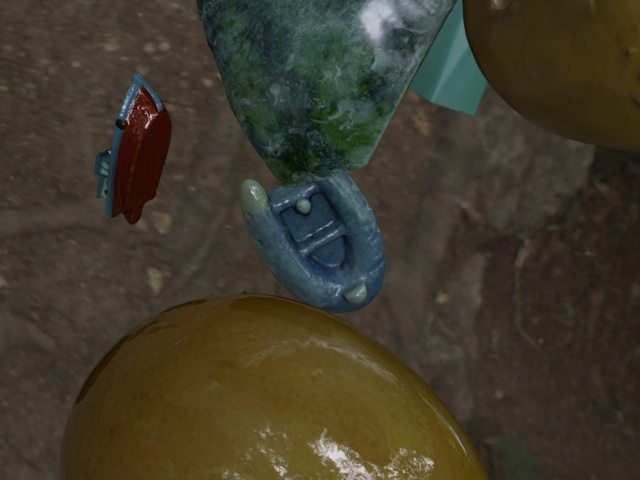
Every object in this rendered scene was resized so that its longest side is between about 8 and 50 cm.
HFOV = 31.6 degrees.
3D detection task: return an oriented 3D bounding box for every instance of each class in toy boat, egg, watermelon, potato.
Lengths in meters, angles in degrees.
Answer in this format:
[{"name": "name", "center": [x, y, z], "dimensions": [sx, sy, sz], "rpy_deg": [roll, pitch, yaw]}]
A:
[{"name": "toy boat", "center": [-0.209, -0.101, 1.249], "dimensions": [0.069, 0.058, 0.173], "rpy_deg": [-30, 146, -49]}, {"name": "egg", "center": [-0.029, 0.172, 0.772], "dimensions": [0.250, 0.322, 0.250], "rpy_deg": [-39, 144, -36]}, {"name": "watermelon", "center": [0.036, -0.232, 1.096], "dimensions": [0.213, 0.289, 0.320], "rpy_deg": [16, 47, -66]}, {"name": "potato", "center": [0.167, -0.124, 0.600], "dimensions": [0.146, 0.234, 0.150], "rpy_deg": [39, 86, -29]}, {"name": "toy boat", "center": [0.000, 0.000, 1.992], "dimensions": [0.215, 0.123, 0.330], "rpy_deg": [-28, 119, -3]}]

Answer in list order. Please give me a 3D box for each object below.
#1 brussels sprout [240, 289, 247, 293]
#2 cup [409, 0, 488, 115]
[{"name": "brussels sprout", "center": [-0.127, 0.108, 1.549], "dimensions": [0.058, 0.085, 0.085], "rpy_deg": [17, 91, -18]}, {"name": "cup", "center": [0.199, -0.307, 1.531], "dimensions": [0.134, 0.148, 0.236], "rpy_deg": [-12, 131, -61]}]
